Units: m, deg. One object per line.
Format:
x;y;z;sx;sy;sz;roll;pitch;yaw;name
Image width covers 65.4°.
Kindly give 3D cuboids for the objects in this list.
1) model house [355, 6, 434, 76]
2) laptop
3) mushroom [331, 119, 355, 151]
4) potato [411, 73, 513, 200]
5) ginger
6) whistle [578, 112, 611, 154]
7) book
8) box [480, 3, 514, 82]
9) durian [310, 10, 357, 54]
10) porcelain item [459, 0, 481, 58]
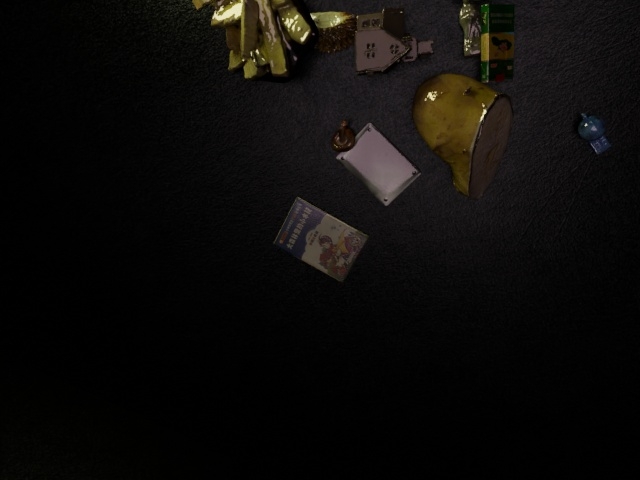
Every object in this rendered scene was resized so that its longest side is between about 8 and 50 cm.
0.245;-0.643;1.615;0.244;0.211;0.204;1;109;13;model house
0.213;-0.278;1.841;0.269;0.015;0.187;43;111;-4;laptop
0.089;-0.377;1.797;0.088;0.073;0.129;57;147;30;mushroom
0.457;-0.370;1.688;0.296;0.290;0.397;29;154;30;potato
-0.235;-0.699;1.643;0.413;0.211;0.358;42;117;25;ginger
0.909;-0.357;1.650;0.090;0.090;0.157;-36;97;19;whistle
0.000;0.000;1.968;0.323;0.018;0.228;28;110;1;book
0.573;-0.635;1.611;0.132;0.034;0.234;-16;109;-30;box
0.013;-0.725;1.696;0.253;0.144;0.139;1;86;16;durian
0.497;-0.715;1.630;0.081;0.069;0.215;-9;101;18;porcelain item
